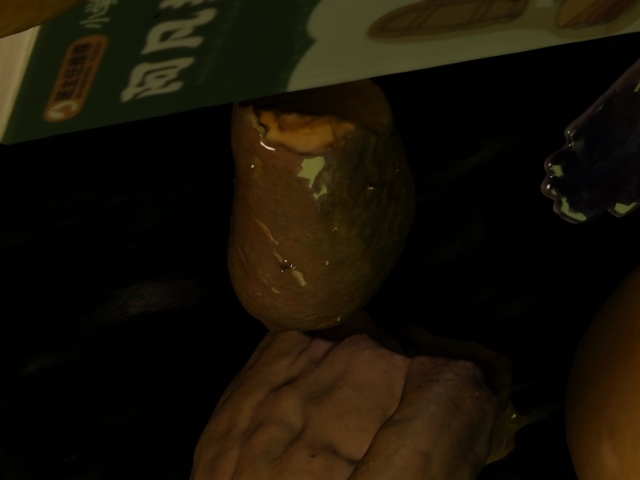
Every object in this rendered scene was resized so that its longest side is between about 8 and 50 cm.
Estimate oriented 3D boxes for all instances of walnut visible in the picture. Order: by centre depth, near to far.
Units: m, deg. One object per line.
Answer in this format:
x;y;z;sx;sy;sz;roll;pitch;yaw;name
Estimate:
0.002;0.126;0.961;0.204;0.141;0.238;-58;171;4;walnut

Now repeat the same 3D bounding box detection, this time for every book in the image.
0.036;-0.111;0.606;0.264;0.027;0.202;-12;158;-25;book

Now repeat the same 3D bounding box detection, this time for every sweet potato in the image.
0.000;0.000;0.782;0.077;0.077;0.244;-19;159;-8;sweet potato

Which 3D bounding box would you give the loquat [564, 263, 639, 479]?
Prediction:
0.262;0.091;1.060;0.263;0.263;0.263;-19;159;-7;loquat

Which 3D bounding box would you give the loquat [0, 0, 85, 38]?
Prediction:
-0.083;-0.104;0.392;0.137;0.113;0.137;-14;136;-14;loquat

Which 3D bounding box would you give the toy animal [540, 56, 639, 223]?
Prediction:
0.300;-0.011;0.820;0.302;0.225;0.284;-52;132;3;toy animal
